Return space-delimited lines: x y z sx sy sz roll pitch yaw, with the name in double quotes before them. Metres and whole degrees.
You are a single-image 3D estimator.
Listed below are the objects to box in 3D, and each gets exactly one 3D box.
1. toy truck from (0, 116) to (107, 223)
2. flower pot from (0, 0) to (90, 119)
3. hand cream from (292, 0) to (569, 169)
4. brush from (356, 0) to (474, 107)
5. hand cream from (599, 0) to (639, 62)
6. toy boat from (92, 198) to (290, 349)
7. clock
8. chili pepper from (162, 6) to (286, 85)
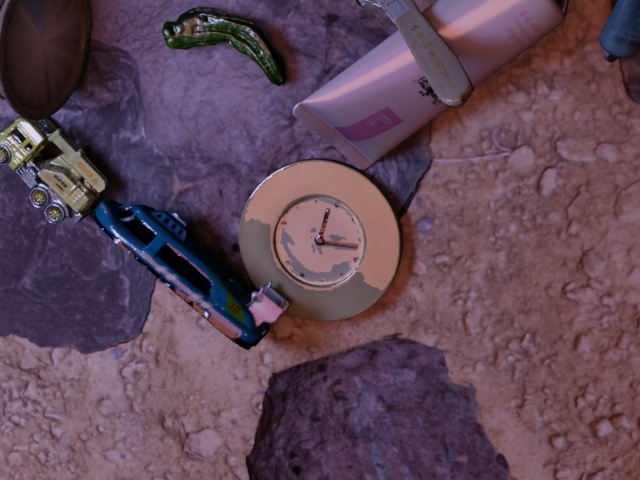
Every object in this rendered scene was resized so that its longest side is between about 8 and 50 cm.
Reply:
"toy truck" -0.382 -0.109 1.669 0.100 0.077 0.169 -41 92 20
"flower pot" -0.454 -0.280 1.588 0.202 0.212 0.212 9 106 19
"hand cream" 0.147 -0.231 1.503 0.358 0.185 0.118 -37 54 15
"brush" 0.103 -0.287 1.447 0.085 0.020 0.336 -36 56 10
"hand cream" 0.407 -0.309 1.435 0.083 0.048 0.224 14 136 -12
"toy boat" -0.181 0.025 1.637 0.299 0.134 0.092 40 97 4
"clock" 0.000 0.000 1.648 0.235 0.029 0.235 2 102 11
"chili pepper" -0.125 -0.273 1.593 0.182 0.050 0.073 20 100 3
